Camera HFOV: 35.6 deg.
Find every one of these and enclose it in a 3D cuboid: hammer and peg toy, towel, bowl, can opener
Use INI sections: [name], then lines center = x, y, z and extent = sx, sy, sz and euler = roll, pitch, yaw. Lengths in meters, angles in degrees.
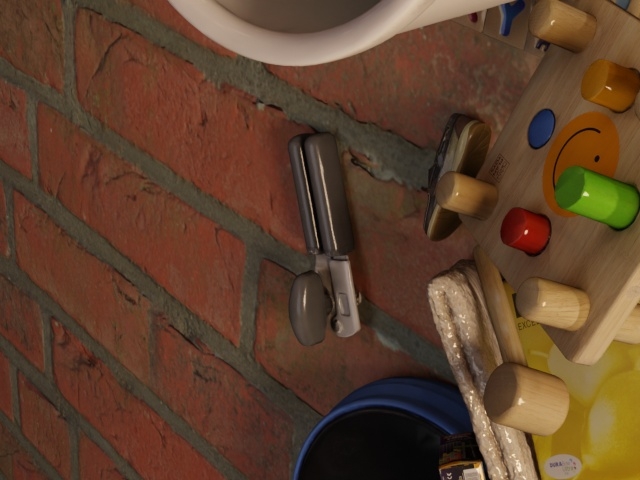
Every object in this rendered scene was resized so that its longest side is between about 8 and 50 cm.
[hammer and peg toy]
center = 0.204, -0.022, 0.887
extent = 0.361, 0.127, 0.266
euler = -63, 28, 24
[towel]
center = 0.189, 0.159, 1.065
extent = 0.049, 0.187, 0.282
euler = -21, 88, 17
[bowl]
center = 0.119, 0.371, 1.261
extent = 0.391, 0.077, 0.391
euler = 9, 104, 40
[can opener]
center = 0.000, 0.000, 1.301
extent = 0.074, 0.093, 0.280
euler = 4, 104, 50

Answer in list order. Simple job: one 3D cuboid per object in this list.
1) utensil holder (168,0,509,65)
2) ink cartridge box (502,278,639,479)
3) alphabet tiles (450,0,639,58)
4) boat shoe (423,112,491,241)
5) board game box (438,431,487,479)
[utensil holder]
center = 0.077, -0.328, 0.776
extent = 0.327, 0.385, 0.328
euler = 15, 116, 35
[ink cartridge box]
center = 0.292, 0.065, 0.916
extent = 0.303, 0.072, 0.307
euler = -31, 68, 56
[alphabet tiles]
center = 0.211, -0.354, 0.956
extent = 0.285, 0.011, 0.342
euler = 34, 129, 37
[boat shoe]
center = 0.147, -0.072, 1.123
extent = 0.049, 0.056, 0.152
euler = 42, 124, 38
[board game box]
center = 0.163, 0.304, 1.064
extent = 0.141, 0.048, 0.170
euler = -10, -91, -84
